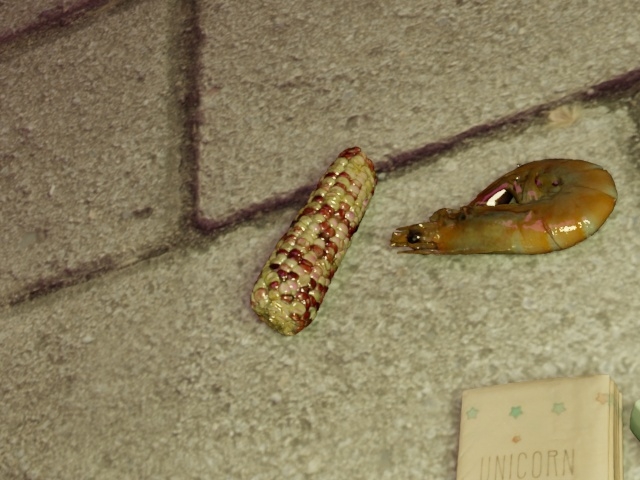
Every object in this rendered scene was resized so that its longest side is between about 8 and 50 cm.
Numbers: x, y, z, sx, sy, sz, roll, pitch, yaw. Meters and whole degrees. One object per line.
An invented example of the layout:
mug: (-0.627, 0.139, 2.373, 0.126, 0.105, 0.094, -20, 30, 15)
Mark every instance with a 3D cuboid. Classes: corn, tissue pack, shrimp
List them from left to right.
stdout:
corn: (0.000, 0.000, 1.675, 0.092, 0.092, 0.280, 10, 57, 37)
shrimp: (0.223, -0.041, 1.587, 0.287, 0.063, 0.152, -7, 48, 23)
tissue pack: (0.218, 0.292, 1.293, 0.170, 0.071, 0.325, -12, 47, 25)

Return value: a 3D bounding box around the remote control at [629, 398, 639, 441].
remote control: (0.427, 0.250, 1.164, 0.145, 0.050, 0.344, -11, 36, -17)
